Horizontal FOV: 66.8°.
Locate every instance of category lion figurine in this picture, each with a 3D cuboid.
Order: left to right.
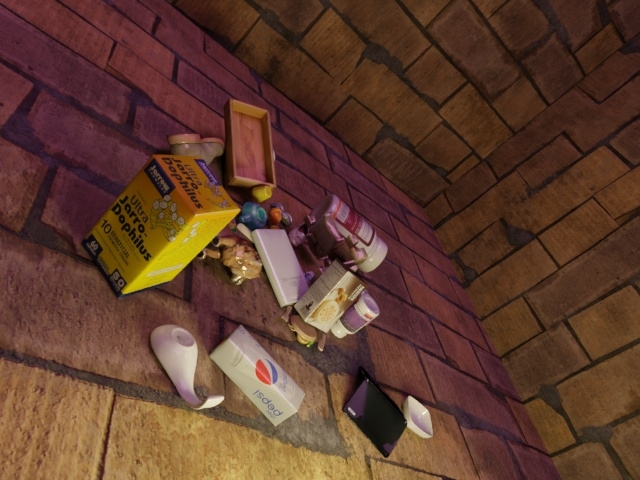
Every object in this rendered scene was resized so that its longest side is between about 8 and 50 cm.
[{"bbox_3d":[-0.363,-0.024,1.665,0.392,0.142,0.240,53,16,19],"label":"lion figurine"}]

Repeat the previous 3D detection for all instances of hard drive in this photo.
[{"bbox_3d":[-0.147,0.101,1.898,0.203,0.040,0.308,-1,64,-61],"label":"hard drive"}]

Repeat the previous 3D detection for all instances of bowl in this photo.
[{"bbox_3d":[0.380,0.712,1.938,0.142,0.053,0.142,40,24,-19],"label":"bowl"}]

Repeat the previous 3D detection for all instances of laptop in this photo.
[{"bbox_3d":[0.194,0.624,1.800,0.234,0.136,0.264,49,-2,-2],"label":"laptop"}]

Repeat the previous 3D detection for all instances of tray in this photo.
[{"bbox_3d":[-0.316,-0.419,2.152,0.202,0.076,0.411,9,63,-34],"label":"tray"}]

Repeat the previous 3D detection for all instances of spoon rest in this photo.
[{"bbox_3d":[-0.351,0.325,1.254,0.137,0.084,0.276,17,26,-52],"label":"spoon rest"}]

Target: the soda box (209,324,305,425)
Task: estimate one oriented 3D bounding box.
[{"bbox_3d":[-0.180,0.388,1.404,0.286,0.098,0.091,48,24,-3],"label":"soda box"}]

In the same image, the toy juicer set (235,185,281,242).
[{"bbox_3d":[-0.256,-0.066,2.000,0.209,0.089,0.329,60,29,-28],"label":"toy juicer set"}]

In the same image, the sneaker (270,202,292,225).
[{"bbox_3d":[-0.184,-0.117,2.230,0.058,0.052,0.135,-10,54,-52],"label":"sneaker"}]

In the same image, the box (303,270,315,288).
[{"bbox_3d":[-0.047,0.173,2.046,0.081,0.028,0.136,56,22,15],"label":"box"}]

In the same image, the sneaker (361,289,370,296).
[{"bbox_3d":[0.182,0.274,2.228,0.090,0.095,0.235,61,6,36],"label":"sneaker"}]

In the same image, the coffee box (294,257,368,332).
[{"bbox_3d":[0.041,0.209,1.832,0.141,0.246,0.098,37,6,-42],"label":"coffee box"}]

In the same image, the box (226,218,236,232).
[{"bbox_3d":[-0.383,-0.102,1.861,0.105,0.043,0.179,27,30,-42],"label":"box"}]

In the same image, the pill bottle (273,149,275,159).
[{"bbox_3d":[-0.318,-0.481,2.394,0.161,0.161,0.283,31,30,-35],"label":"pill bottle"}]

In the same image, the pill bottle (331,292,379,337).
[{"bbox_3d":[0.131,0.306,1.943,0.108,0.193,0.108,39,25,-22],"label":"pill bottle"}]

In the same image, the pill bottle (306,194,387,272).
[{"bbox_3d":[0.134,-0.027,2.413,0.392,0.224,0.224,40,25,-20],"label":"pill bottle"}]

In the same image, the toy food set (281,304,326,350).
[{"bbox_3d":[-0.068,0.327,1.777,0.192,0.038,0.132,41,17,-4],"label":"toy food set"}]

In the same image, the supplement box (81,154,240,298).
[{"bbox_3d":[-0.427,-0.038,1.298,0.194,0.356,0.195,52,24,9],"label":"supplement box"}]

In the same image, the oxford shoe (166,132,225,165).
[{"bbox_3d":[-0.500,-0.349,1.975,0.397,0.140,0.147,-27,114,-73],"label":"oxford shoe"}]

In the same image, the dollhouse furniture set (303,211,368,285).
[{"bbox_3d":[0.000,0.000,2.036,0.173,0.303,0.356,-14,69,-29],"label":"dollhouse furniture set"}]

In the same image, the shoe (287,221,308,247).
[{"bbox_3d":[-0.097,-0.034,2.229,0.076,0.058,0.219,45,24,-8],"label":"shoe"}]
